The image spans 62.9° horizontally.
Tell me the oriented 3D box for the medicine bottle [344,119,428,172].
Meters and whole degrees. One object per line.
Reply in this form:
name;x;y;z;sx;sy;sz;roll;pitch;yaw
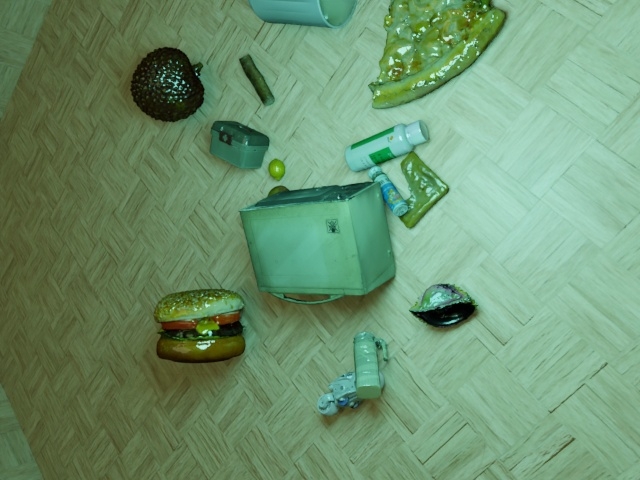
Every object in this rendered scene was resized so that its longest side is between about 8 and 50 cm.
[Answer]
medicine bottle;0.202;-0.293;1.618;0.260;0.095;0.095;-19;78;33

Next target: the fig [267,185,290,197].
fig;-0.158;-0.151;1.833;0.089;0.125;0.089;2;93;31

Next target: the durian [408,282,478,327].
durian;0.360;0.179;1.513;0.186;0.119;0.108;-17;41;20

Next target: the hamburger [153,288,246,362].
hamburger;-0.432;0.299;1.883;0.330;0.330;0.250;-1;86;33

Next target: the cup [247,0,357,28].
cup;-0.049;-0.873;1.743;0.327;0.237;0.323;21;70;33

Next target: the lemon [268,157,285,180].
lemon;-0.156;-0.254;1.873;0.062;0.062;0.083;-8;88;33

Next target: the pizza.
pizza;0.342;-0.604;1.547;0.392;0.080;0.435;11;96;33

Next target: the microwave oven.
microwave oven;0.000;0.000;1.622;0.394;0.247;0.333;-2;107;33

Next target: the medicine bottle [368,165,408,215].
medicine bottle;0.206;-0.153;1.605;0.051;0.051;0.191;-48;46;22

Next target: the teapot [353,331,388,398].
teapot;0.155;0.373;1.588;0.107;0.077;0.200;-6;42;4

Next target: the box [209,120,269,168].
box;-0.302;-0.353;1.927;0.210;0.148;0.129;29;115;31

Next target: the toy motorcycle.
toy motorcycle;0.091;0.475;1.671;0.254;0.112;0.112;-36;70;21

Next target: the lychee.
lychee;-0.590;-0.609;2.048;0.304;0.276;0.276;-33;68;-2

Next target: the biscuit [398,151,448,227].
biscuit;0.279;-0.151;1.595;0.174;0.039;0.183;47;112;24

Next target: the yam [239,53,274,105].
yam;-0.238;-0.598;1.944;0.057;0.057;0.241;-38;67;26
